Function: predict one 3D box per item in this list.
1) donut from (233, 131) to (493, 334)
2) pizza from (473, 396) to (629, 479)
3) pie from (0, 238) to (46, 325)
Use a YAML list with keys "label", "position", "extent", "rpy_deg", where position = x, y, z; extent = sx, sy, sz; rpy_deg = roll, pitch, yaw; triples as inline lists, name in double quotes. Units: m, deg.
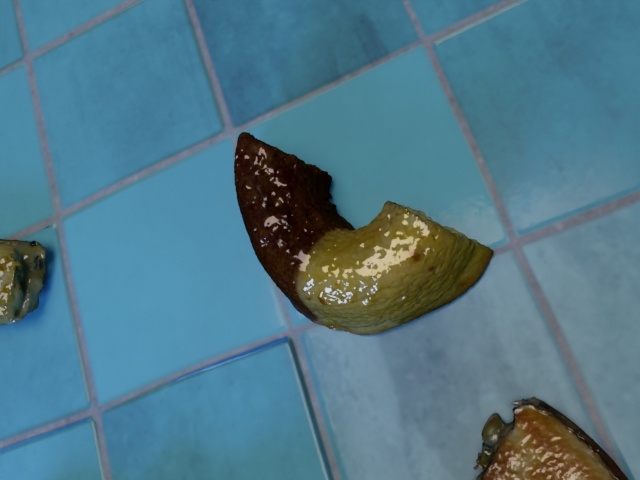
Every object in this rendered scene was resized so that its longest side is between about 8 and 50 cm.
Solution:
- label: "donut"
  position: [0.000, 0.000, 0.615]
  extent: [0.295, 0.112, 0.151]
  rpy_deg: [27, 85, 23]
- label: "pizza"
  position: [0.168, 0.244, 0.521]
  extent: [0.195, 0.052, 0.185]
  rpy_deg: [-35, 47, 6]
- label: "pie"
  position: [-0.478, 0.054, 0.787]
  extent: [0.282, 0.068, 0.129]
  rpy_deg: [-4, 75, 22]
